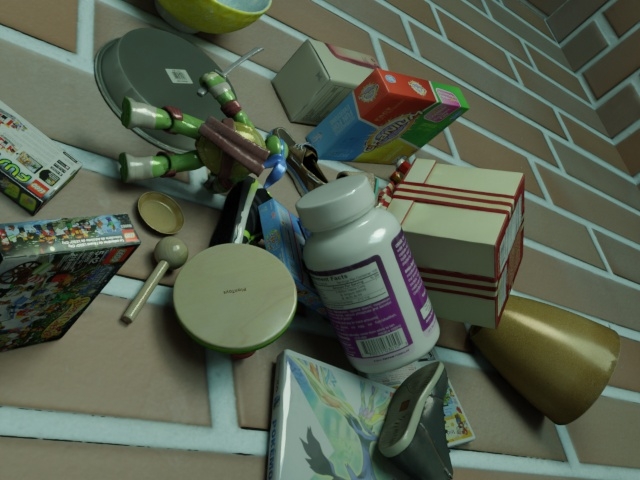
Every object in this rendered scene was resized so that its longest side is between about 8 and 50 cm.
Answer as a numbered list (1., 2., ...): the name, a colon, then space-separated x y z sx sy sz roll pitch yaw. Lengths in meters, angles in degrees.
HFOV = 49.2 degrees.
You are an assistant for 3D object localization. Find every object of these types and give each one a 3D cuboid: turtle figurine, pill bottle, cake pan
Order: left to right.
1. cake pan: -0.276 -0.289 1.319 0.293 0.054 0.293 27 41 -26
2. turtle figurine: -0.206 -0.178 1.190 0.267 0.197 0.274 -2 55 -27
3. pill bottle: 0.072 0.052 1.151 0.169 0.169 0.301 -47 119 -54

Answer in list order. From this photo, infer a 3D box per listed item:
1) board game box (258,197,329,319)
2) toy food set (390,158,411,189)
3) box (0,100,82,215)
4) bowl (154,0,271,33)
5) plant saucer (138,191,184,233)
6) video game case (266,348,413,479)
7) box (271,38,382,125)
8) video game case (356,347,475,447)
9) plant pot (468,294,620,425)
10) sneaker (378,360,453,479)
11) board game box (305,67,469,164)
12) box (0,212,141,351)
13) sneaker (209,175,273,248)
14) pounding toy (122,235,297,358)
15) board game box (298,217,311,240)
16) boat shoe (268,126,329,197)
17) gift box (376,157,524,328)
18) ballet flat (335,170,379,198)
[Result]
1. board game box: -0.026 0.040 1.232 0.211 0.039 0.160 38 32 -50
2. toy food set: 0.183 -0.116 1.598 0.104 0.111 0.232 41 36 10
3. box: -0.461 -0.139 1.004 0.207 0.036 0.114 40 37 -12
4. bowl: -0.261 -0.531 1.468 0.290 0.156 0.289 27 41 -27
5. plant saucer: -0.262 -0.042 1.141 0.083 0.015 0.083 28 40 -27
6. video game case: 0.069 0.350 1.082 0.329 0.036 0.299 24 45 -23
7. box: 0.031 -0.354 1.618 0.232 0.149 0.126 -1 58 -47
8. video game case: 0.172 0.288 1.285 0.227 0.026 0.206 4 55 -45
9. plant pot: 0.457 0.226 1.500 0.254 0.237 0.237 32 37 2
10. sneaker: 0.174 0.302 1.138 0.118 0.083 0.222 52 41 -11
11. board game box: 0.157 -0.270 1.596 0.317 0.242 0.064 -3 62 -47
12. box: -0.329 0.056 0.795 0.159 0.233 0.044 -8 63 -49
13. sneaker: -0.119 -0.026 1.217 0.097 0.084 0.234 35 38 -21
14. pounding toy: -0.157 0.102 1.070 0.237 0.110 0.182 14 53 2
15. board game box: 0.000 0.000 1.260 0.090 0.020 0.090 6 61 -68
16. boat shoe: -0.038 -0.168 1.445 0.066 0.066 0.183 -21 74 -53
17. gift box: 0.234 0.005 1.342 0.276 0.258 0.255 -51 142 -44
18. ballet flat: 0.055 -0.035 1.414 0.106 0.107 0.316 17 37 -8
